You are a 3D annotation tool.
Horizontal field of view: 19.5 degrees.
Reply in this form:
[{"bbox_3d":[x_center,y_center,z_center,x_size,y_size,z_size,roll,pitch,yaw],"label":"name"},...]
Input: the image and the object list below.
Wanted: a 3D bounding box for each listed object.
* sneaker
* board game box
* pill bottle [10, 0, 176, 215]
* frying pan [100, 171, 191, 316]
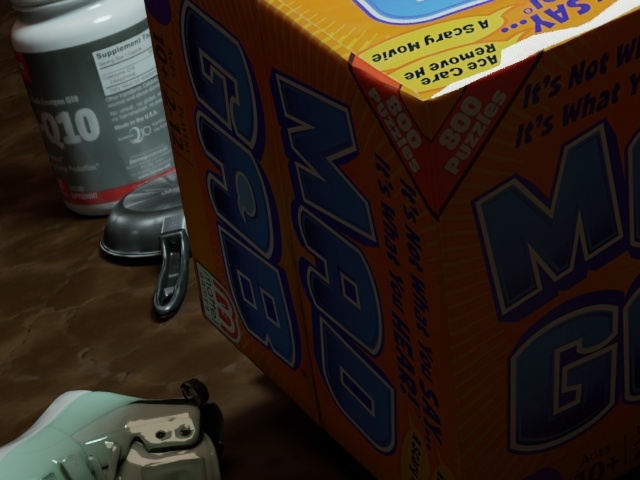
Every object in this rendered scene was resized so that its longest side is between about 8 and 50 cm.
[{"bbox_3d":[-0.156,0.179,1.334,0.151,0.094,0.256,-4,25,21],"label":"sneaker"},{"bbox_3d":[0.127,-0.075,1.302,0.356,0.356,0.356,-25,38,-23],"label":"board game box"},{"bbox_3d":[-0.246,-0.185,2.048,0.161,0.283,0.161,-14,21,5],"label":"pill bottle"},{"bbox_3d":[-0.164,-0.008,1.883,0.197,0.053,0.326,-5,20,28],"label":"frying pan"}]
